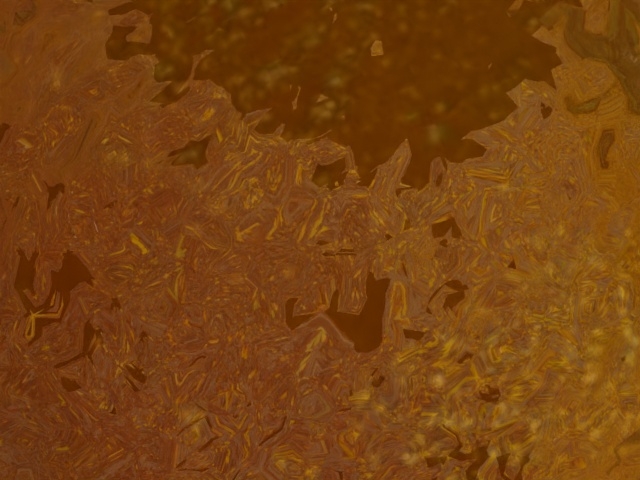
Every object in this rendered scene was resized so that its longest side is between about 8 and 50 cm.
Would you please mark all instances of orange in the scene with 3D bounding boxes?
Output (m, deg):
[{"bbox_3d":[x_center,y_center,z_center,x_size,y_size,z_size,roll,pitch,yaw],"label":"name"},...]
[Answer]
[{"bbox_3d":[0.000,0.000,0.486,0.274,0.274,0.274,3,-72,8],"label":"orange"}]
